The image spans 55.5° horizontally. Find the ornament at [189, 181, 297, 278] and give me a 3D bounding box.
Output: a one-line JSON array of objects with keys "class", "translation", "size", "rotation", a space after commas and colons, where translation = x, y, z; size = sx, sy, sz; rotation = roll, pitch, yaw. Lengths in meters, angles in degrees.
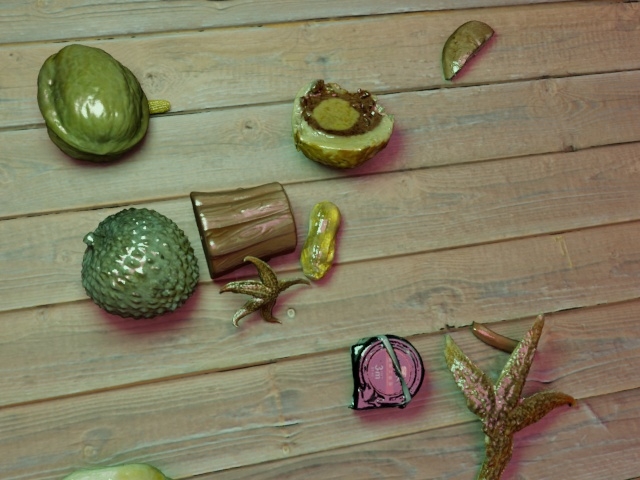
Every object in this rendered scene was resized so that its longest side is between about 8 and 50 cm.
[{"class": "ornament", "translation": [-0.179, -0.027, 1.458], "size": [0.217, 0.235, 0.221], "rotation": [-15, 115, -14]}]

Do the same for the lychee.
[{"class": "lychee", "translation": [-0.413, 0.055, 1.392], "size": [0.274, 0.255, 0.256], "rotation": [28, 74, -35]}]

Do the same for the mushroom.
[{"class": "mushroom", "translation": [0.402, -0.545, 1.699], "size": [0.094, 0.072, 0.210], "rotation": [43, 77, 11]}]

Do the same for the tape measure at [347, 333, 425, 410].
[{"class": "tape measure", "translation": [0.159, 0.319, 1.481], "size": [0.180, 0.107, 0.182], "rotation": [3, 79, -5]}]

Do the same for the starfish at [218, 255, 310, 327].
[{"class": "starfish", "translation": [-0.125, 0.119, 1.449], "size": [0.237, 0.057, 0.213], "rotation": [-13, 126, -22]}]

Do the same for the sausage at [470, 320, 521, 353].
[{"class": "sausage", "translation": [0.470, 0.258, 1.571], "size": [0.176, 0.040, 0.047], "rotation": [21, 78, -2]}]

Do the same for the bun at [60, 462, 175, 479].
[{"class": "bun", "translation": [-0.438, 0.653, 1.274], "size": [0.364, 0.219, 0.366], "rotation": [8, 67, -20]}]

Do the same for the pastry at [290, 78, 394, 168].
[{"class": "pastry", "translation": [0.048, -0.267, 1.542], "size": [0.255, 0.170, 0.237], "rotation": [10, 54, -6]}]

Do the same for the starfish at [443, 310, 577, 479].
[{"class": "starfish", "translation": [0.445, 0.398, 1.499], "size": [0.383, 0.132, 0.398], "rotation": [-29, 91, -17]}]

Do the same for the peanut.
[{"class": "peanut", "translation": [0.000, 0.000, 1.531], "size": [0.087, 0.087, 0.207], "rotation": [13, 75, -6]}]

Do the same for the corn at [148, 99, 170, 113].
[{"class": "corn", "translation": [-0.432, -0.342, 1.558], "size": [0.092, 0.037, 0.037], "rotation": [-8, 80, -12]}]

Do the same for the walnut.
[{"class": "walnut", "translation": [-0.537, -0.325, 1.443], "size": [0.282, 0.227, 0.283], "rotation": [18, 57, -30]}]
